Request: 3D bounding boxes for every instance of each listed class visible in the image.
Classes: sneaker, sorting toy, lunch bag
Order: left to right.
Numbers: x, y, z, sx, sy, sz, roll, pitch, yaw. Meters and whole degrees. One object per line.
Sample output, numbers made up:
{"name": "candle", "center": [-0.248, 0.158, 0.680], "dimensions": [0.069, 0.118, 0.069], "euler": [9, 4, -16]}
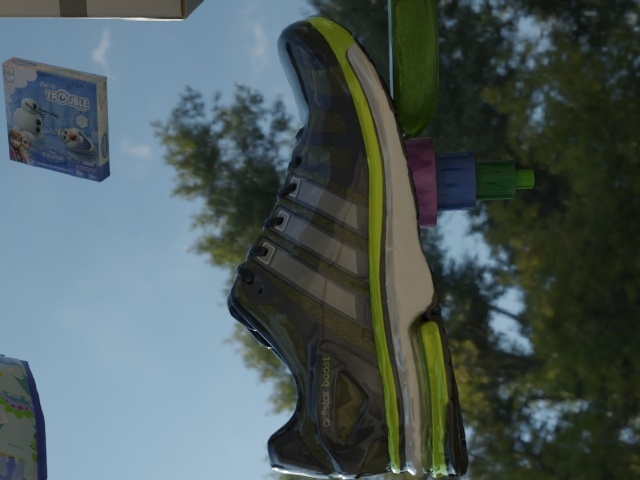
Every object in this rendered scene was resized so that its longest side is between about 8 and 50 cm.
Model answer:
{"name": "lunch bag", "center": [-0.257, 0.125, 0.728], "dimensions": [0.128, 0.151, 0.096], "euler": [17, -57, -28]}
{"name": "sneaker", "center": [0.000, 0.000, 0.648], "dimensions": [0.111, 0.121, 0.300], "euler": [72, -174, -66]}
{"name": "sorting toy", "center": [0.100, -0.146, 0.672], "dimensions": [0.366, 0.126, 0.127], "euler": [84, -175, -46]}

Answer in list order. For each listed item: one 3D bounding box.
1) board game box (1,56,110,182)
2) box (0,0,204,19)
{"name": "board game box", "center": [-0.220, -0.100, 0.912], "dimensions": [0.020, 0.090, 0.090], "euler": [-50, -31, -56]}
{"name": "box", "center": [-0.156, -0.135, 0.559], "dimensions": [0.145, 0.186, 0.038], "euler": [-97, 5, -74]}
